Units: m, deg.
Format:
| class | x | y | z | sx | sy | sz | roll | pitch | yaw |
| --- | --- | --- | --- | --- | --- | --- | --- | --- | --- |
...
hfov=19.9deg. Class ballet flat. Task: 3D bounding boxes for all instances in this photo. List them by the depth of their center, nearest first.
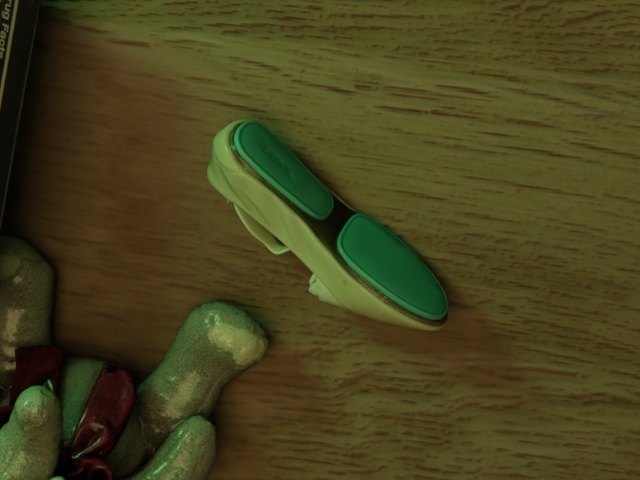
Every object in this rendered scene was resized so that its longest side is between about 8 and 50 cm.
| class | x | y | z | sx | sy | sz | roll | pitch | yaw |
| --- | --- | --- | --- | --- | --- | --- | --- | --- | --- |
| ballet flat | 0.000 | 0.000 | 1.543 | 0.248 | 0.086 | 0.086 | 44 | 105 | 0 |

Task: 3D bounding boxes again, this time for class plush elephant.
| class | x | y | z | sx | sy | sz | roll | pitch | yaw |
| --- | --- | --- | --- | --- | --- | --- | --- | --- | --- |
| plush elephant | -0.238 | 0.184 | 1.519 | 0.272 | 0.255 | 0.330 | 24 | 104 | 4 |

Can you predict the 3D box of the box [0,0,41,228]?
| class | x | y | z | sx | sy | sz | roll | pitch | yaw |
| --- | --- | --- | --- | --- | --- | --- | --- | --- | --- |
| box | -0.407 | -0.103 | 1.448 | 0.183 | 0.294 | 0.296 | 23 | 104 | 50 |
